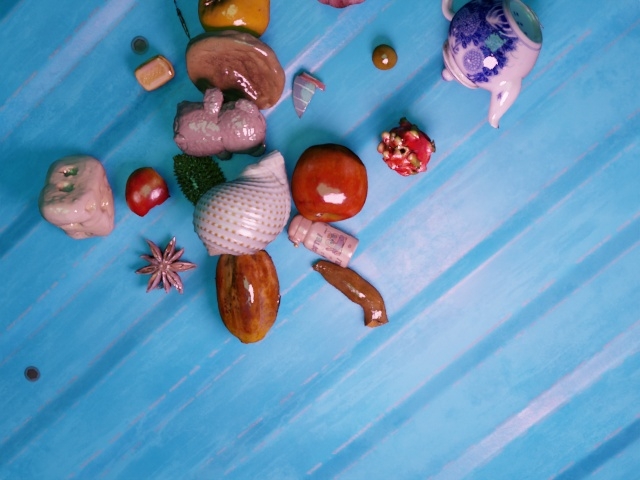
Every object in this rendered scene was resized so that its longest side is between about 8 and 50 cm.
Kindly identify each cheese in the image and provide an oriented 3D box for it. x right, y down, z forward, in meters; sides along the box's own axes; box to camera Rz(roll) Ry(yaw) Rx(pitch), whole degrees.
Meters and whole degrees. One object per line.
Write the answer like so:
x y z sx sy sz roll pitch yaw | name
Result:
-0.721 -0.142 1.855 0.174 0.251 0.247 -8 83 5 | cheese

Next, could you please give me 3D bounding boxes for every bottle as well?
0.000 0.000 1.872 0.209 0.097 0.110 26 76 1 | bottle

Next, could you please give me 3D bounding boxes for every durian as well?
-0.354 -0.167 1.878 0.137 0.095 0.220 -22 101 8 | durian

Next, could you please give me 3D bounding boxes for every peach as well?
-0.530 -0.148 1.891 0.118 0.151 0.151 -31 98 -36 | peach

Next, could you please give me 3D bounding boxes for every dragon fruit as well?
0.240 -0.262 1.773 0.160 0.172 0.166 -17 97 7 | dragon fruit

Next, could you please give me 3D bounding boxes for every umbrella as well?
-0.403 -0.641 1.840 0.013 0.022 0.122 -25 109 -17 | umbrella

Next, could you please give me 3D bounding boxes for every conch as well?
-0.193 -0.079 1.764 0.319 0.303 0.215 -34 88 2 | conch

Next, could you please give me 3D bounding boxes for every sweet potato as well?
0.096 0.156 1.900 0.286 0.085 0.112 39 105 -2 | sweet potato

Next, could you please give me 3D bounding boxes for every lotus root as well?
-0.211 0.163 1.891 0.193 0.193 0.290 -3 97 5 | lotus root

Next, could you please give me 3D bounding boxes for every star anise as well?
-0.474 0.074 1.945 0.195 0.065 0.182 4 95 8 | star anise

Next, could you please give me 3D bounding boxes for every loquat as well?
-0.236 -0.640 1.731 0.208 0.208 0.208 1 100 4 | loquat

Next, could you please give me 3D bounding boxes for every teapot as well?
0.436 -0.513 1.697 0.280 0.252 0.423 -29 75 45 | teapot

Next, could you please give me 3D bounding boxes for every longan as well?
0.186 -0.524 1.792 0.075 0.075 0.083 43 59 -3 | longan

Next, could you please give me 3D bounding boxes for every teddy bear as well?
-0.287 -0.325 1.805 0.267 0.151 0.236 -8 130 3 | teddy bear

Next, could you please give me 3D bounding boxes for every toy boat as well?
-0.051 -0.421 1.840 0.096 0.034 0.122 32 102 4 | toy boat

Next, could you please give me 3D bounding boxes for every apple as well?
0.026 -0.164 1.793 0.230 0.230 0.229 1 100 4 | apple

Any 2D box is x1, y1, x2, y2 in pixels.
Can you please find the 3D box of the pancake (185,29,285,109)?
-0.241 -0.470 1.756 0.295 0.294 0.049 13 57 2 | pancake

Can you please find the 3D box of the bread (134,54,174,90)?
-0.484 -0.495 1.849 0.115 0.056 0.082 -29 115 21 | bread

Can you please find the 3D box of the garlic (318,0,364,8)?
0.066 -0.732 1.719 0.245 0.160 0.244 -4 65 8 | garlic
